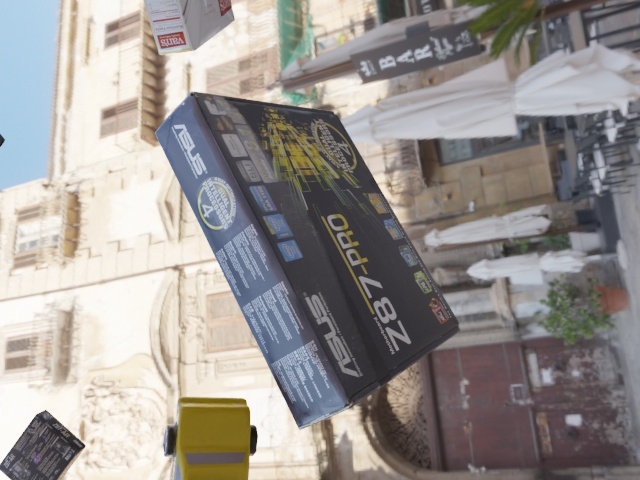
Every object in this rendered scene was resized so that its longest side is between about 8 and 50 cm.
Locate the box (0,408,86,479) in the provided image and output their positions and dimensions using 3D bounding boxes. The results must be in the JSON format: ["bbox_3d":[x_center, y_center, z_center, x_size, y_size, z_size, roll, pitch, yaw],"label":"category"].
[{"bbox_3d":[-0.322,0.250,0.649,0.067,0.083,0.018,37,-174,7],"label":"box"}]

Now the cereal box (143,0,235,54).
[{"bbox_3d":[-0.158,-0.342,0.607,0.173,0.048,0.240,-76,-21,-57],"label":"cereal box"}]

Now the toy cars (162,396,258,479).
[{"bbox_3d":[-0.186,0.334,0.561,0.176,0.087,0.393,47,-109,-9],"label":"toy cars"}]

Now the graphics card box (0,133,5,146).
[{"bbox_3d":[-0.265,0.019,0.139,0.232,0.094,0.370,76,-161,-51],"label":"graphics card box"}]

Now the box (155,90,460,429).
[{"bbox_3d":[0.000,0.000,0.748,0.318,0.097,0.394,-12,-110,-54],"label":"box"}]
